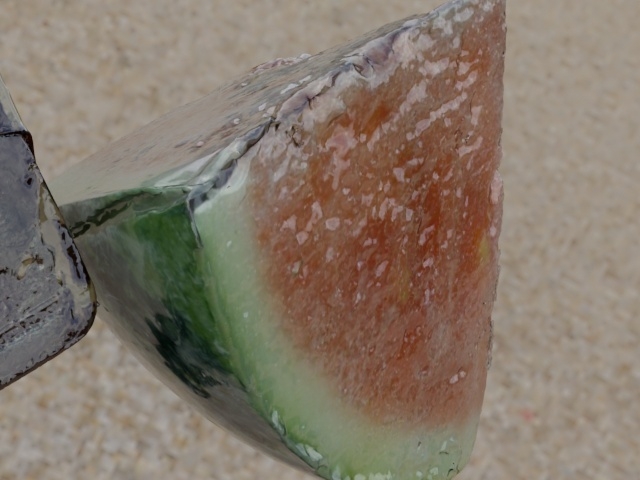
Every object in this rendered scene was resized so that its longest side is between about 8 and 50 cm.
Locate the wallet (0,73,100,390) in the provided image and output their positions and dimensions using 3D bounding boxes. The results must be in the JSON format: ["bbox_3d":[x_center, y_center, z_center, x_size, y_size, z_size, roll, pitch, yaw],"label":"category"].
[{"bbox_3d":[-0.168,-0.044,0.655,0.122,0.232,0.031,-34,20,-28],"label":"wallet"}]

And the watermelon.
[{"bbox_3d":[0.000,0.000,0.849,0.193,0.231,0.310,-14,-27,39],"label":"watermelon"}]
